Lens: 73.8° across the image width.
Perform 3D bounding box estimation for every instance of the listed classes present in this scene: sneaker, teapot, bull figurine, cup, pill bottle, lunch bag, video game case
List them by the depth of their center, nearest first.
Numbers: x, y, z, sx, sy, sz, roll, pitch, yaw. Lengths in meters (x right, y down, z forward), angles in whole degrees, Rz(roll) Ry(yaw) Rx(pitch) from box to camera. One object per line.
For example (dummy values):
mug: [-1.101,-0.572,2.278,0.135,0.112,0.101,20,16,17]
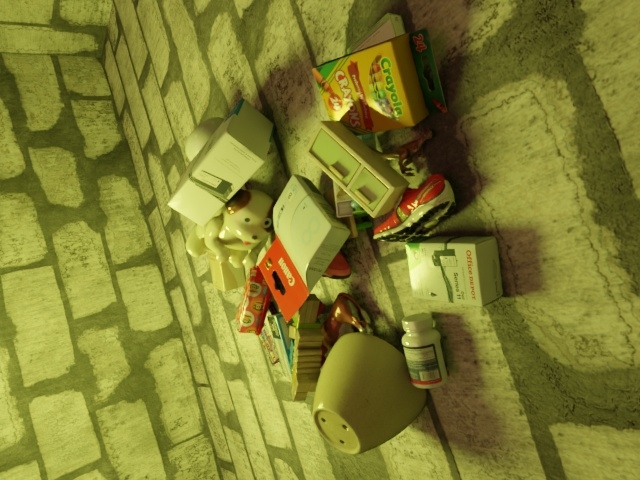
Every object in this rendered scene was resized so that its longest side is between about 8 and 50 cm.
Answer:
sneaker: [0.240,-0.078,1.119,0.279,0.107,0.119,-37,53,49]
pill bottle: [0.280,0.296,1.159,0.107,0.107,0.180,-10,93,54]
cup: [0.112,0.478,1.260,0.330,0.237,0.332,22,130,28]
sneaker: [-0.001,0.000,1.432,0.314,0.115,0.136,50,135,32]
bull figurine: [0.072,0.314,1.456,0.188,0.101,0.311,44,140,27]
lunch bag: [-0.270,0.222,1.767,0.293,0.120,0.259,-111,34,-70]
teapot: [-0.425,-0.382,1.801,0.187,0.252,0.256,45,152,9]
video game case: [-0.219,0.423,1.936,0.232,0.041,0.210,61,142,20]

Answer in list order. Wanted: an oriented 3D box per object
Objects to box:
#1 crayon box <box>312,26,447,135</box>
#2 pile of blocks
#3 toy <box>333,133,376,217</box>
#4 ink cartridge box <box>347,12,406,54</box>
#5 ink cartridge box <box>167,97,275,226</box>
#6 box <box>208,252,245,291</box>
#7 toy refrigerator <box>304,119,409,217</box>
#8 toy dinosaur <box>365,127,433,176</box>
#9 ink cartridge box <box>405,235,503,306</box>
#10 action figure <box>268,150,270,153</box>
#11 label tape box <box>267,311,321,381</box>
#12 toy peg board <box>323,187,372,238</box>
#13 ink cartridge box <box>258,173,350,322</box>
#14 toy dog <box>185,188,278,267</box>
crayon box: [0.140,-0.380,1.070,0.318,0.081,0.203,3,123,47]
pile of blocks: [-0.036,0.345,1.435,0.149,0.112,0.363,166,108,-71]
toy: [0.096,-0.191,1.205,0.136,0.056,0.238,-7,90,15]
ink cartridge box: [0.167,-0.430,1.110,0.171,0.056,0.235,-17,86,54]
ink cartridge box: [-0.362,-0.283,1.572,0.394,0.166,0.286,-39,28,30]
box: [-0.466,0.077,2.083,0.147,0.121,0.312,7,107,53]
toy refrigerator: [0.088,-0.190,1.105,0.269,0.094,0.102,46,126,17]
toy dinosaur: [0.217,-0.227,1.121,0.211,0.064,0.113,-13,73,45]
ink cartridge box: [0.321,0.069,1.042,0.208,0.086,0.153,-1,101,53]
action figure: [-0.230,-0.393,1.683,0.038,0.030,0.115,-20,83,59]
label tape box: [-0.120,0.399,1.657,0.347,0.115,0.250,146,108,-70]
toy peg board: [0.089,-0.089,1.331,0.160,0.079,0.162,168,89,-70]
ink cartridge box: [-0.096,0.022,1.393,0.385,0.091,0.308,-56,43,20]
toy dog: [-0.316,-0.075,1.749,0.407,0.284,0.396,-14,54,56]
